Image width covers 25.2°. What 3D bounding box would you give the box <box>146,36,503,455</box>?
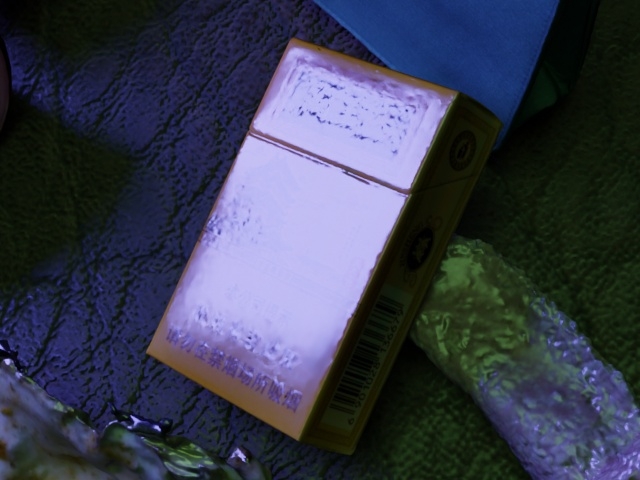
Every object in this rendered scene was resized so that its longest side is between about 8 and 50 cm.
[{"bbox_3d":[0.000,0.000,1.077,0.174,0.076,0.274,24,90,38],"label":"box"}]

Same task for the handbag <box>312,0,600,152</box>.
[{"bbox_3d":[0.100,-0.228,1.088,0.100,0.274,0.269,-38,68,-23],"label":"handbag"}]

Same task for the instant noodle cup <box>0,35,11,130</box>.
[{"bbox_3d":[-0.426,-0.155,1.201,0.255,0.244,0.244,38,83,28],"label":"instant noodle cup"}]

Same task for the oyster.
[{"bbox_3d":[-0.200,0.179,1.082,0.337,0.133,0.197,0,70,9],"label":"oyster"}]

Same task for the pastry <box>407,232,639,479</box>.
[{"bbox_3d":[0.157,0.101,1.052,0.103,0.112,0.265,-42,56,7],"label":"pastry"}]
